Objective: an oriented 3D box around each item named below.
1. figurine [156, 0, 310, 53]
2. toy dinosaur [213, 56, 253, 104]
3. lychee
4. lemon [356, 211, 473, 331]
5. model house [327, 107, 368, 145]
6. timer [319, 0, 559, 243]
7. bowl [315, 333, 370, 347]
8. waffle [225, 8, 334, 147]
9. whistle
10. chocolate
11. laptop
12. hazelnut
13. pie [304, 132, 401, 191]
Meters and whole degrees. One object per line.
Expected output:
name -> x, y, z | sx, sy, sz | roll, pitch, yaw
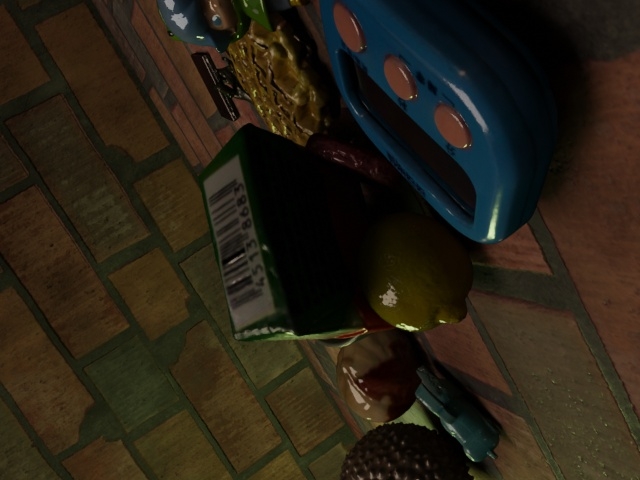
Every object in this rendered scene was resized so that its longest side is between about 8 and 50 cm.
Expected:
figurine -> -0.148, -0.395, 1.056 | 0.143, 0.263, 0.162 | -69, -30, -49
toy dinosaur -> -0.178, -0.382, 1.631 | 0.179, 0.087, 0.187 | 22, -150, -39
lychee -> 0.252, 0.702, 1.852 | 0.380, 0.380, 0.432 | 56, 140, 6
lemon -> 0.150, 0.045, 1.094 | 0.248, 0.184, 0.184 | 53, 167, 36
model house -> 0.050, -0.204, 1.151 | 0.058, 0.057, 0.083 | 56, 168, -24
timer -> 0.133, -0.167, 0.776 | 0.340, 0.115, 0.309 | 51, 171, 25
bowl -> 0.078, 0.086, 1.421 | 0.289, 0.146, 0.289 | -6, 82, 50
waffle -> -0.098, -0.337, 1.316 | 0.380, 0.095, 0.382 | 60, 168, -18
whistle -> 0.313, 0.393, 1.501 | 0.186, 0.093, 0.274 | 33, -168, -48
chocolate -> -0.034, 0.014, 1.167 | 0.341, 0.161, 0.360 | 11, -121, -55
laptop -> -0.309, -0.453, 1.916 | 0.207, 0.026, 0.154 | 65, 166, -25
hazelnut -> 0.156, 0.334, 1.697 | 0.261, 0.241, 0.261 | 18, 111, 59
pie -> 0.058, -0.137, 1.127 | 0.182, 0.049, 0.182 | 23, -178, -1
